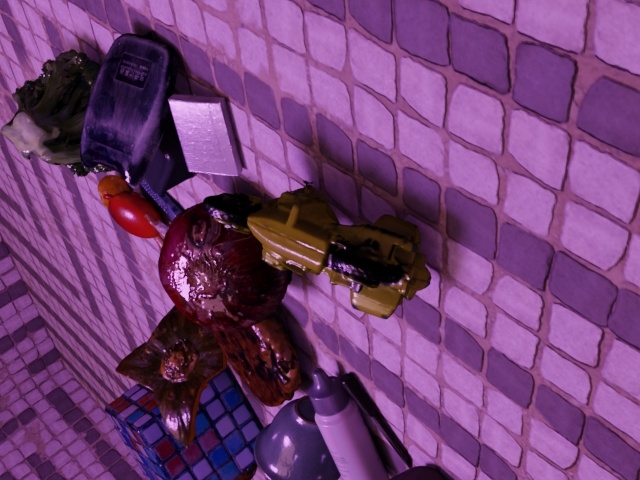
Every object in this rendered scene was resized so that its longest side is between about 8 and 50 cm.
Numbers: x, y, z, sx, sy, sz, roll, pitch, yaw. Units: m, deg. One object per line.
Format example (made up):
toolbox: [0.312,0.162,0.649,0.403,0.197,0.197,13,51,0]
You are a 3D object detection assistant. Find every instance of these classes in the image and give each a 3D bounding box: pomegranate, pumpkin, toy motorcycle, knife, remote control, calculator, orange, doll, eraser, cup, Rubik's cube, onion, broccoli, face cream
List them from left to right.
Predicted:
broccoli: [-0.509,-0.245,1.715,0.295,0.245,0.265,17,121,17]
orange: [-0.490,-0.116,2.012,0.083,0.070,0.083,44,146,41]
calculator: [-0.335,-0.237,1.483,0.177,0.268,0.040,21,-175,28]
doll: [-0.409,-0.042,1.957,0.217,0.085,0.183,41,158,-11]
remote control: [-0.347,-0.092,1.855,0.152,0.027,0.043,44,158,25]
pumpkin: [-0.345,0.317,2.089,0.290,0.258,0.095,37,170,28]
Rubik's cube: [-0.358,0.506,2.281,0.293,0.292,0.286,5,124,59]
eraser: [-0.195,-0.180,1.455,0.104,0.023,0.150,7,132,21]
onion: [-0.168,0.042,1.530,0.246,0.190,0.246,9,115,21]
pomegranate: [-0.238,0.645,2.450,0.130,0.130,0.130,39,150,28]
cup: [-0.029,0.403,1.773,0.199,0.199,0.150,39,131,29]
toy motorcycle: [-0.001,0.002,1.238,0.342,0.206,0.142,22,108,33]
face cream: [0.048,0.380,1.681,0.092,0.092,0.311,14,134,53]
knife: [0.109,0.351,1.630,0.230,0.028,0.060,53,166,-4]

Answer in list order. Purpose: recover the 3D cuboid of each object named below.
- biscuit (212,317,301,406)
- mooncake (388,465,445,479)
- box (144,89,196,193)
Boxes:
biscuit: [-0.139,0.217,1.813,0.289,0.081,0.334,58,155,3]
mooncake: [0.205,0.565,1.572,0.306,0.154,0.306,40,151,28]
box: [-0.297,-0.184,1.591,0.144,0.090,0.201,54,154,3]
